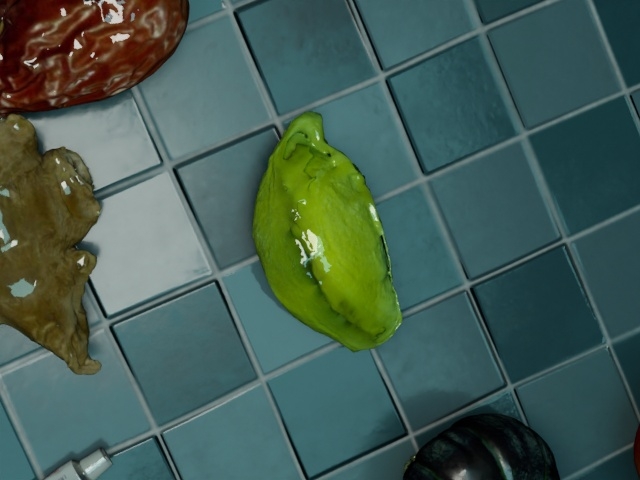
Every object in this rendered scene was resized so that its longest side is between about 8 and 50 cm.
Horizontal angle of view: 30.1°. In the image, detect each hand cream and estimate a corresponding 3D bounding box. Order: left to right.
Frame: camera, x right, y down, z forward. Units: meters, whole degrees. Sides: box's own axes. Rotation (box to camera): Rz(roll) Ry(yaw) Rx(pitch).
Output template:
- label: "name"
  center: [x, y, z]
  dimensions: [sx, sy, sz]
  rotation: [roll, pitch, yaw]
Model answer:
- label: "hand cream"
  center: [-0.302, 0.287, 1.216]
  dimensions: [0.216, 0.038, 0.052]
  rotation: [-37, 75, -1]

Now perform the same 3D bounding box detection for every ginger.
- label: "ginger"
  center: [-0.298, 0.011, 1.158]
  dimensions: [0.219, 0.123, 0.270]
  rotation: [-41, 109, -3]

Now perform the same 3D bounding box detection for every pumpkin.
- label: "pumpkin"
  center: [0.167, 0.276, 1.244]
  dimensions: [0.194, 0.150, 0.194]
  rotation: [-2, 104, -9]

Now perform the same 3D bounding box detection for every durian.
- label: "durian"
  center: [0.000, 0.000, 1.226]
  dimensions: [0.139, 0.101, 0.250]
  rotation: [-34, 101, -43]

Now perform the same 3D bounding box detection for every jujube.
- label: "jujube"
  center: [-0.243, -0.209, 1.145]
  dimensions: [0.236, 0.168, 0.168]
  rotation: [-30, 98, 7]

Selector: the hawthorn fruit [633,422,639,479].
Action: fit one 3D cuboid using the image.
- label: "hawthorn fruit"
  center: [0.430, 0.222, 1.274]
  dimensions: [0.253, 0.205, 0.205]
  rotation: [42, 85, -1]
